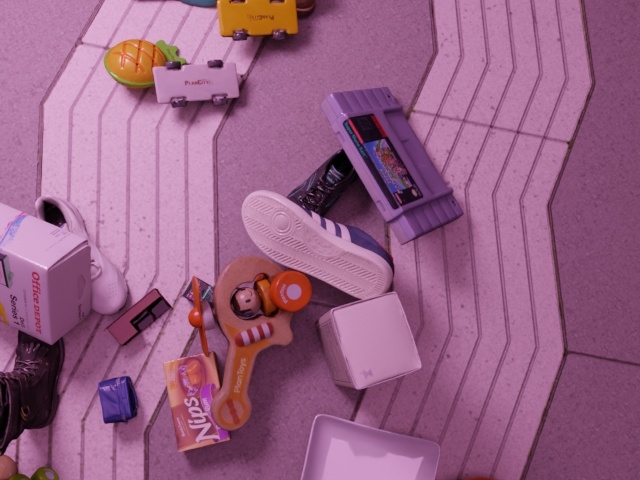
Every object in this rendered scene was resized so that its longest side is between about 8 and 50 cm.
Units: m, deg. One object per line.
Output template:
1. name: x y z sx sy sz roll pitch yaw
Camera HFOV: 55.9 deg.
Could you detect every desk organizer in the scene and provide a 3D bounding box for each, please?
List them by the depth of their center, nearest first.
1. desk organizer: -0.386 0.163 1.290 0.130 0.047 0.050 -41 87 -10

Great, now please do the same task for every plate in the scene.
1. plate: 0.089 0.527 1.257 0.278 0.045 0.277 14 79 -1

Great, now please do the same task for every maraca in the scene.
1. maraca: -0.398 -0.406 1.374 0.186 0.099 0.127 -25 77 -33

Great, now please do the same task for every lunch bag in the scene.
1. lunch bag: -0.412 0.331 1.245 0.065 0.067 0.098 -13 82 -6

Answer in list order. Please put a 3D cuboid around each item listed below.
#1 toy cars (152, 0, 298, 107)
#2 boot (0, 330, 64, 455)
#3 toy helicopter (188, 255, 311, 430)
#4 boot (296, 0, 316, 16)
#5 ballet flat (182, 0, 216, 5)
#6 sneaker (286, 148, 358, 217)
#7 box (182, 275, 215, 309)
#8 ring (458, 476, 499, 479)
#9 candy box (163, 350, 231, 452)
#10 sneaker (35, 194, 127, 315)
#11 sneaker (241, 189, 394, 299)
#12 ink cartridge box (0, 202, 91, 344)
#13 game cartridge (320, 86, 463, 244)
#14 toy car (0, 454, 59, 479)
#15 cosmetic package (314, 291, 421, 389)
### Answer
1. toy cars: -0.220 -0.436 1.391 0.176 0.087 0.393 44 83 -22
2. boot: -0.576 0.264 1.162 0.091 0.229 0.262 -6 80 -5
3. toy helicopter: -0.171 0.204 1.224 0.235 0.140 0.354 13 84 -24
4. boot: -0.150 -0.637 1.417 0.306 0.115 0.112 18 71 -2
5. ballet flat: -0.351 -0.612 1.431 0.222 0.077 0.079 4 60 -3
6. sneaker: -0.003 -0.115 1.342 0.101 0.106 0.267 38 80 2
7. box: -0.246 0.120 1.299 0.083 0.062 0.052 29 80 2
8. ring: 0.324 0.661 1.233 0.337 0.032 0.336 2 82 -12
9. candy box: -0.258 0.335 1.263 0.109 0.053 0.186 -11 79 -7
10. sneaker: -0.514 0.032 1.263 0.111 0.129 0.297 -36 85 -13
11. sneaker: 0.000 0.000 1.278 0.350 0.148 0.131 33 114 8
12. ink cartridge box: -0.604 0.054 1.185 0.278 0.201 0.117 22 35 10
13. game cartridge: 0.162 -0.176 1.327 0.230 0.068 0.354 -21 79 -52
14. toy car: -0.642 0.469 1.173 0.188 0.149 0.155 42 89 15
15. cosmetic package: 0.082 0.201 1.189 0.129 0.296 0.153 -16 82 -9
